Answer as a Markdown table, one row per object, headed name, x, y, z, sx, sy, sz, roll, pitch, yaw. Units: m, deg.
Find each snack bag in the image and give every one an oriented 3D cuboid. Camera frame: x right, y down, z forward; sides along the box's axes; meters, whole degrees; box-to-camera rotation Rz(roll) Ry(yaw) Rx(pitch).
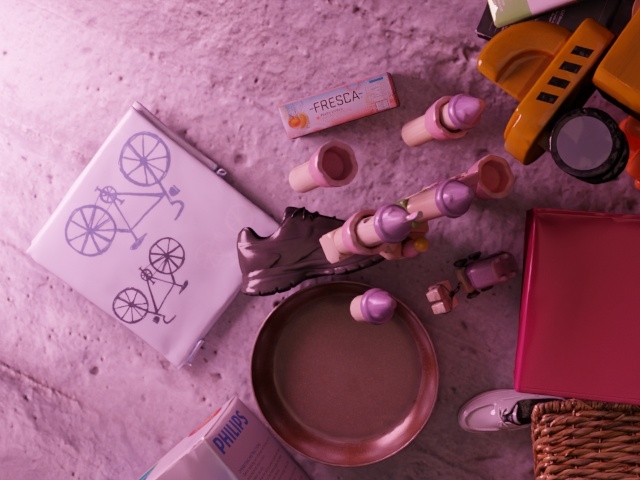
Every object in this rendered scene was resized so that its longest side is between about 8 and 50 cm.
| name | x | y | z | sx | sy | sz | roll | pitch | yaw |
| --- | --- | --- | --- | --- | --- | --- | --- | --- | --- |
| snack bag | -0.266 | -0.004 | 1.766 | 0.342 | 0.037 | 0.323 | 38 | 101 | -2 |

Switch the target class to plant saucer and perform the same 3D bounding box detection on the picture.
| name | x | y | z | sx | sy | sz | roll | pitch | yaw |
| --- | --- | --- | --- | --- | --- | --- | --- | --- | --- |
| plant saucer | 0.040 | 0.215 | 1.739 | 0.310 | 0.050 | 0.311 | 1 | 97 | 9 |

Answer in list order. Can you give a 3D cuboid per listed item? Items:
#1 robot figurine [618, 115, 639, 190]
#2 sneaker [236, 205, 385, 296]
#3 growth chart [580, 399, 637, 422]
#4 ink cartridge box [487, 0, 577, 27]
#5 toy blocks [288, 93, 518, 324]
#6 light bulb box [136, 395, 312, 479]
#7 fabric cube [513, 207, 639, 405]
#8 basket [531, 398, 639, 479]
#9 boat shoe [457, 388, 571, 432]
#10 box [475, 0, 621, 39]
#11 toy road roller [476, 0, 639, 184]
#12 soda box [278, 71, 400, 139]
| name | x | y | z | sx | sy | sz | roll | pitch | yaw |
| --- | --- | --- | --- | --- | --- | --- | --- | --- | --- |
| robot figurine | 0.544 | -0.119 | 1.571 | 0.219 | 0.128 | 0.158 | 32 | 102 | 4 |
| sneaker | 0.000 | 0.000 | 1.682 | 0.286 | 0.109 | 0.130 | -14 | 88 | 0 |
| growth chart | 0.498 | 0.273 | 1.685 | 0.172 | 0.021 | 0.237 | -12 | 94 | 12 |
| ink cartridge box | 0.342 | -0.421 | 1.407 | 0.272 | 0.114 | 0.198 | -12 | 96 | 44 |
| toy blocks | 0.166 | -0.038 | 1.527 | 0.288 | 0.260 | 0.309 | -24 | 93 | -28 |
| light bulb box | -0.167 | 0.519 | 1.723 | 0.358 | 0.225 | 0.361 | -42 | 90 | 12 |
| fabric cube | 0.417 | 0.090 | 1.546 | 0.254 | 0.259 | 0.258 | 4 | 91 | 9 |
| basket | 0.480 | 0.368 | 1.624 | 0.299 | 0.213 | 0.223 | -5 | 68 | 12 |
| boat shoe | 0.309 | 0.274 | 1.693 | 0.184 | 0.063 | 0.066 | -8 | 96 | 10 |
| box | 0.364 | -0.397 | 1.578 | 0.184 | 0.103 | 0.261 | 23 | 100 | 9 |
| toy road roller | 0.368 | -0.244 | 1.451 | 0.240 | 0.202 | 0.329 | 39 | 103 | 14 |
| soda box | 0.031 | -0.212 | 1.677 | 0.183 | 0.063 | 0.058 | -16 | 94 | 10 |
